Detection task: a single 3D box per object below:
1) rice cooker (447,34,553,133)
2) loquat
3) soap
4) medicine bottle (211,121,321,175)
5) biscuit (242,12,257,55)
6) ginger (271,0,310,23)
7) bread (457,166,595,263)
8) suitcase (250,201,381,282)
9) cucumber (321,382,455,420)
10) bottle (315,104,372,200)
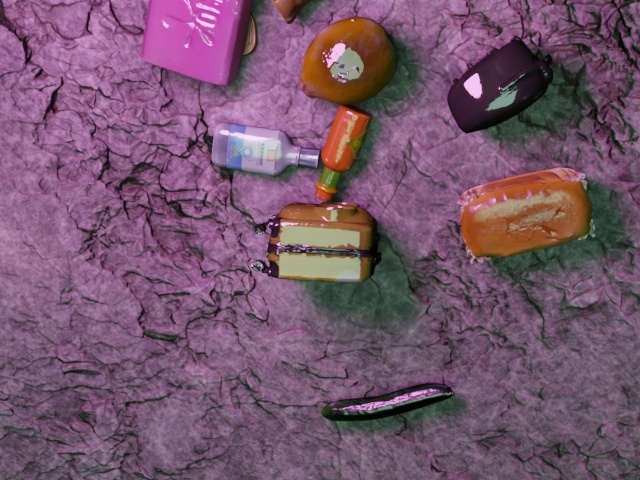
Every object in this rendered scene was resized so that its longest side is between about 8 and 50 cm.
[{"bbox_3d":[0.324,-0.277,1.687,0.203,0.142,0.118,-35,86,12],"label":"rice cooker"},{"bbox_3d":[0.048,-0.324,1.710,0.195,0.152,0.152,-27,100,5],"label":"loquat"},{"bbox_3d":[-0.220,-0.434,1.722,0.181,0.081,0.259,20,118,6],"label":"soap"},{"bbox_3d":[-0.105,-0.173,1.816,0.208,0.054,0.090,9,104,5],"label":"medicine bottle"},{"bbox_3d":[-0.160,-0.397,1.783,0.078,0.015,0.091,1,105,9],"label":"biscuit"},{"bbox_3d":[0.006,-0.511,1.678,0.263,0.116,0.109,-44,85,21],"label":"ginger"},{"bbox_3d":[0.383,-0.049,1.758,0.241,0.107,0.136,-12,106,11],"label":"bread"},{"bbox_3d":[0.000,0.000,1.778,0.235,0.194,0.143,3,96,6],"label":"suitcase"},{"bbox_3d":[0.138,0.336,1.925,0.284,0.056,0.056,-13,103,14],"label":"cucumber"},{"bbox_3d":[0.036,-0.165,1.794,0.069,0.069,0.187,22,109,1],"label":"bottle"}]
